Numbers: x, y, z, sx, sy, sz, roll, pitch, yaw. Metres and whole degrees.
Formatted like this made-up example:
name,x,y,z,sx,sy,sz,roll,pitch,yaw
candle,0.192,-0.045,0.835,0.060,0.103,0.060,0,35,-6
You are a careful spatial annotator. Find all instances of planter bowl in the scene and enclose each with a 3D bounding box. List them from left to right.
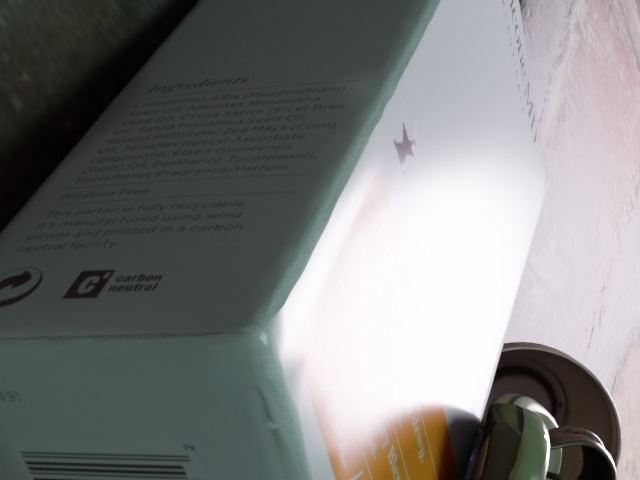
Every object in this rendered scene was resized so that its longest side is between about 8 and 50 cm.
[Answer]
name,x,y,z,sx,sy,sz,roll,pitch,yaw
planter bowl,0.175,0.159,1.137,0.109,0.162,0.162,-63,153,-79

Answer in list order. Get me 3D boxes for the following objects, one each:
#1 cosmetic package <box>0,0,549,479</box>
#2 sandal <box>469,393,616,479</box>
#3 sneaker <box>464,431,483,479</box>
name,x,y,z,sx,sy,sz,roll,pitch,yaw
cosmetic package,0.000,0.000,0.711,0.453,0.161,0.230,-64,144,-50
sandal,0.129,0.156,0.755,0.303,0.086,0.120,30,72,-78
sneaker,0.046,0.191,0.901,0.268,0.153,0.101,-37,125,-52
